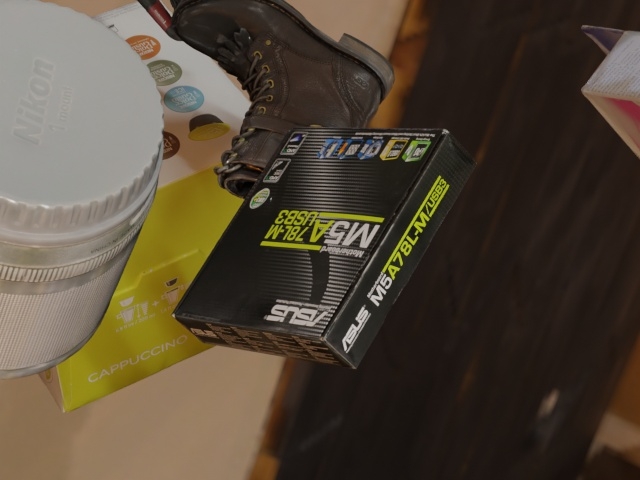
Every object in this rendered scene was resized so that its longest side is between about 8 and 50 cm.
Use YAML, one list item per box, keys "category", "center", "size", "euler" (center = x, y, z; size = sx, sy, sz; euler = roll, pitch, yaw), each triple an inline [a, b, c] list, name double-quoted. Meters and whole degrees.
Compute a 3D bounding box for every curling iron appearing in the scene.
- category: "curling iron"
  center: [-0.214, -0.316, 2.140]
  size: [0.068, 0.035, 0.274]
  euler: [-31, 56, -25]

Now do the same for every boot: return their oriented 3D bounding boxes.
- category: "boot"
  center: [-0.056, -0.133, 1.830]
  size: [0.263, 0.091, 0.229]
  euler: [20, 47, 5]

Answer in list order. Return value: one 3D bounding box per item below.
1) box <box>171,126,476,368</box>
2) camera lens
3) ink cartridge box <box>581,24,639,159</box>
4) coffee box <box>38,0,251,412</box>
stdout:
- category: "box"
  center: [0.000, 0.000, 1.351]
  size: [0.190, 0.184, 0.045]
  euler: [6, -34, 52]
- category: "camera lens"
  center: [-0.253, -0.033, 1.486]
  size: [0.219, 0.274, 0.219]
  euler: [10, 55, -15]
- category: "ink cartridge box"
  center: [0.310, 0.006, 1.158]
  size: [0.324, 0.071, 0.330]
  euler: [46, -7, -17]
- category: "coffee box"
  center: [-0.269, -0.048, 2.378]
  size: [0.337, 0.338, 0.334]
  euler: [-24, 51, -20]
